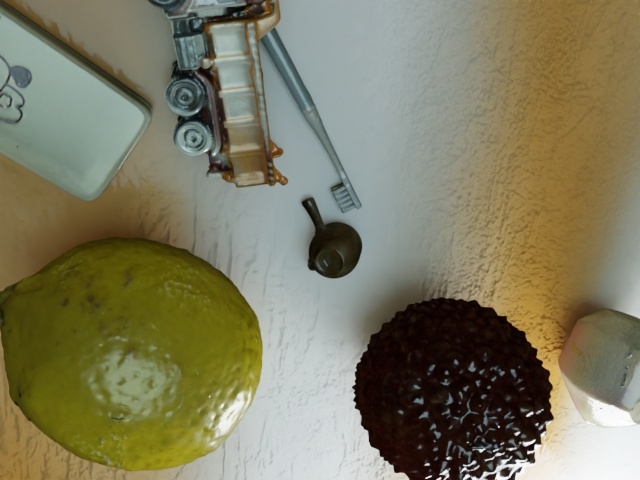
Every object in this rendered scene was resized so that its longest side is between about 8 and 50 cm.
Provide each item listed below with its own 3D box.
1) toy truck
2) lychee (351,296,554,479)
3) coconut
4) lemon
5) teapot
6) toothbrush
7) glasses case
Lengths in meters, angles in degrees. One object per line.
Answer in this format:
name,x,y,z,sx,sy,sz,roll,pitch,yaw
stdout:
toy truck,-0.102,-0.194,0.659,0.135,0.114,0.270,-8,120,-4
lychee,0.175,0.208,0.825,0.264,0.300,0.264,-3,74,12
coconut,0.450,0.203,0.929,0.171,0.171,0.183,16,97,-19
lemon,-0.207,0.121,0.689,0.310,0.253,0.253,30,100,-23
teapot,0.000,0.000,0.800,0.085,0.080,0.110,-30,101,20
toothbrush,-0.029,-0.178,0.746,0.030,0.025,0.342,-26,115,2
glasses case,-0.340,-0.176,0.643,0.313,0.070,0.131,35,99,-23
